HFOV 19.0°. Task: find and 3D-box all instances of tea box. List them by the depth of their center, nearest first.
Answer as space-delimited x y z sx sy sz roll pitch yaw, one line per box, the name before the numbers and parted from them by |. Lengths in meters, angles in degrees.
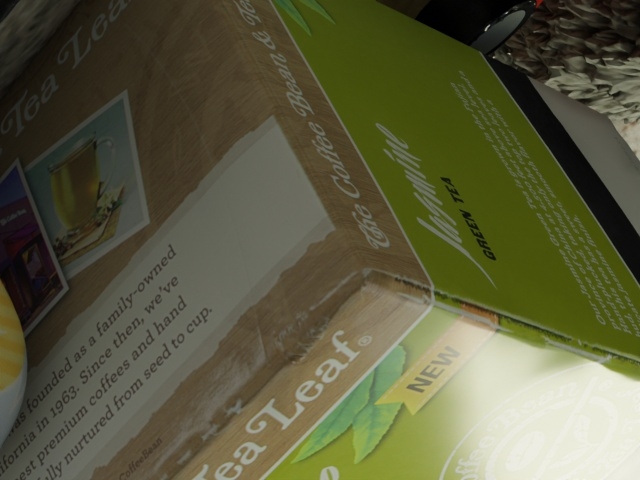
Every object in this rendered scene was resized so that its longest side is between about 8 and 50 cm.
tea box | -0.020 0.081 0.859 0.323 0.220 0.329 19 123 -43

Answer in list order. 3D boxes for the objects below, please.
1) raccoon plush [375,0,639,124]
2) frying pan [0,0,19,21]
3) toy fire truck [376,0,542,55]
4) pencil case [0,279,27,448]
raccoon plush | 0.198 -0.078 1.036 0.446 0.216 0.299 -48 -147 27
frying pan | -0.036 -0.154 0.531 0.326 0.053 0.197 -49 174 16
toy fire truck | 0.130 -0.228 0.926 0.246 0.158 0.217 -30 168 -34
pencil case | -0.205 0.075 0.609 0.124 0.113 0.273 -46 176 31
